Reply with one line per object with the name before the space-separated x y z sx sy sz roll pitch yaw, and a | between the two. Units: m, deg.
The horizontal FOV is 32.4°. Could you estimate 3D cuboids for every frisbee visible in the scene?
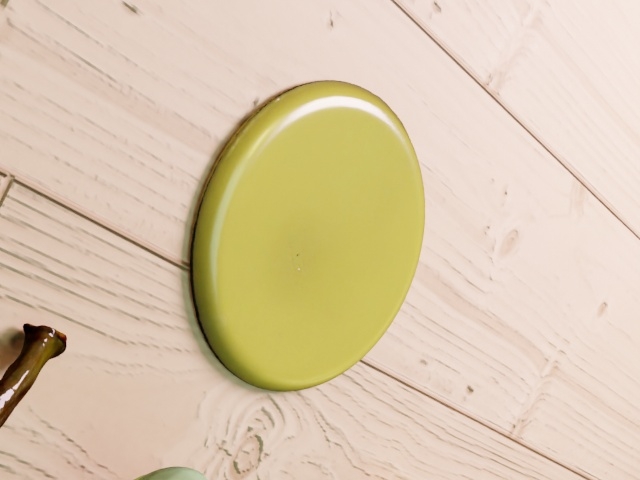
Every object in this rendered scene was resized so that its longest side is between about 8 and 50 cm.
frisbee | 0.000 0.000 0.813 0.236 0.017 0.236 -16 114 -41

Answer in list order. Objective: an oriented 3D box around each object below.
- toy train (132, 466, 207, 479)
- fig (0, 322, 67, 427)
toy train | -0.104 0.275 0.698 0.188 0.159 0.271 -26 121 -33
fig | -0.238 0.165 0.567 0.190 0.191 0.290 47 29 -42
